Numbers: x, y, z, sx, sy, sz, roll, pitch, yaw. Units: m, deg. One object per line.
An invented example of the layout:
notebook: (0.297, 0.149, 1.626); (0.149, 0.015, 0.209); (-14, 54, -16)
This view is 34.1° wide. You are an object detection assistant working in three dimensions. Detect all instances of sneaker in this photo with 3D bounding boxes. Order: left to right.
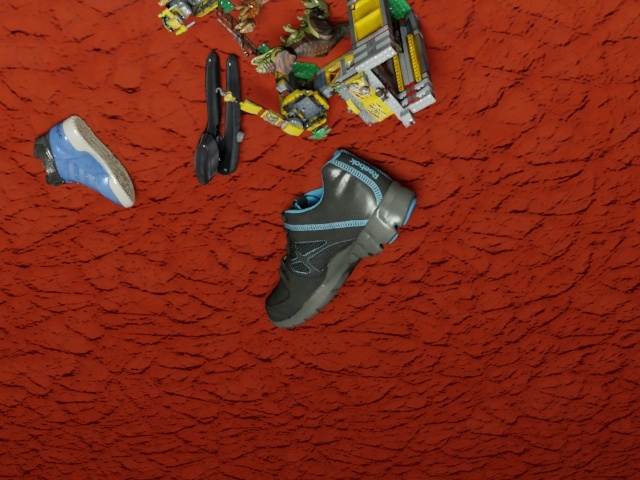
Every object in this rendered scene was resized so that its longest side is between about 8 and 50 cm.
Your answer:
sneaker: (-0.318, -0.091, 1.391); (0.085, 0.058, 0.152); (-26, 129, 13)
sneaker: (0.000, 0.000, 1.503); (0.140, 0.125, 0.341); (38, 130, -3)

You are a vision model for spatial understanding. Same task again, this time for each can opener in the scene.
can opener: (-0.125, -0.158, 1.341); (0.059, 0.073, 0.186); (9, 127, -3)

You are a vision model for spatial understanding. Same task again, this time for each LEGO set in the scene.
LEGO set: (-0.021, -0.224, 1.176); (0.255, 0.192, 0.331); (-21, 135, 17)
